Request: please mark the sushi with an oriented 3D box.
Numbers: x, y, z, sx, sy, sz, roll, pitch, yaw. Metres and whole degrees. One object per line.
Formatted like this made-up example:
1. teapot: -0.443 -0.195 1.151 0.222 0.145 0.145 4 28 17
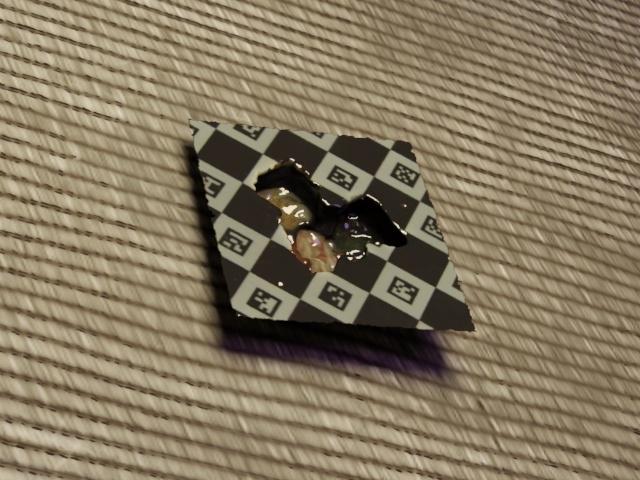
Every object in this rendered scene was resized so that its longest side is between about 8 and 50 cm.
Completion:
1. sushi: 0.000 0.000 1.487 0.220 0.047 0.231 5 46 -23
